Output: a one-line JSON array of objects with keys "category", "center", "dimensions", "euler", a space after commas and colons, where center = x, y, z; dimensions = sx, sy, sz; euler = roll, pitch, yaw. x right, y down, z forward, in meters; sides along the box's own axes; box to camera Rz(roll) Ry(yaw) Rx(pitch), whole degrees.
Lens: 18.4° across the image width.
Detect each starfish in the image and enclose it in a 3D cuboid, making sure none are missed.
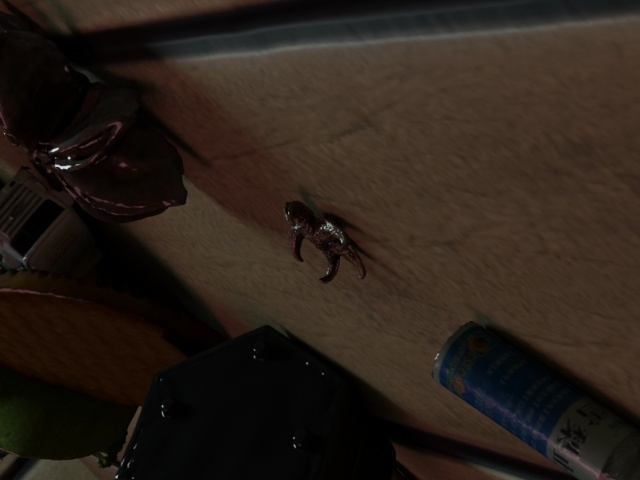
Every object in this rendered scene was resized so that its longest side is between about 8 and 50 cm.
[{"category": "starfish", "center": [0.000, 0.000, 1.416], "dimensions": [0.078, 0.028, 0.091], "euler": [41, 164, -16]}]

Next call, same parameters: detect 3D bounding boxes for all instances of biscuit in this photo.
[{"category": "biscuit", "center": [-0.239, 0.101, 2.034], "dimensions": [0.318, 0.040, 0.318], "euler": [11, 157, 5]}]

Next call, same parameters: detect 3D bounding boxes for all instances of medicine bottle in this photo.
[{"category": "medicine bottle", "center": [0.158, 0.120, 1.293], "dimensions": [0.191, 0.051, 0.051], "euler": [34, 163, 32]}]

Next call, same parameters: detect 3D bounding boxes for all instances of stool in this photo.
[{"category": "stool", "center": [-0.059, 0.201, 1.762], "dimensions": [0.232, 0.232, 0.141], "euler": [31, 163, 39]}]

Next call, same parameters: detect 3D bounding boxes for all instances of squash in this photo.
[{"category": "squash", "center": [-0.318, 0.197, 2.264], "dimensions": [0.189, 0.260, 0.189], "euler": [13, 134, 14]}]

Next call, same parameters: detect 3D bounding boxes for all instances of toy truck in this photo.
[{"category": "toy truck", "center": [-0.274, 0.020, 2.050], "dimensions": [0.114, 0.098, 0.227], "euler": [33, 165, 21]}]

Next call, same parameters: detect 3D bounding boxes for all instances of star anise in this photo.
[{"category": "star anise", "center": [-0.199, -0.100, 1.551], "dimensions": [0.236, 0.093, 0.229], "euler": [39, 171, 30]}]

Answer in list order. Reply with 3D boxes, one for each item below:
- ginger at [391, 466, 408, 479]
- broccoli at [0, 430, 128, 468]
[{"category": "ginger", "center": [0.088, 0.256, 1.870], "dimensions": [0.137, 0.044, 0.057], "euler": [42, 147, -1]}, {"category": "broccoli", "center": [-0.387, 0.201, 2.507], "dimensions": [0.254, 0.269, 0.269], "euler": [53, 175, 43]}]
